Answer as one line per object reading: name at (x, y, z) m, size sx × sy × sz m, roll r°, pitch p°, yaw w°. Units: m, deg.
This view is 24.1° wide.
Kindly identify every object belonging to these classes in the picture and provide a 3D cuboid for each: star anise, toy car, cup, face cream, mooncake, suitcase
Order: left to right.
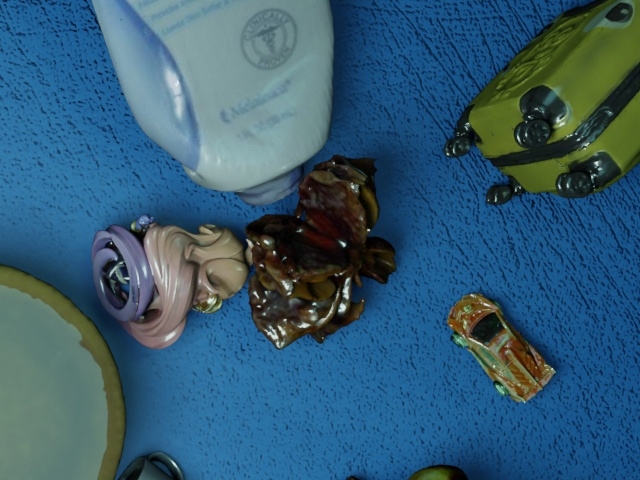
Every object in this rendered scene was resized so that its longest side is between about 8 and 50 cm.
mooncake at (-0.319, 0.159, 1.318) m, size 0.284 × 0.155 × 0.284 m, roll 2°, pitch 81°, yaw -13°
cup at (-0.152, 0.246, 1.402) m, size 0.077 × 0.078 × 0.100 m, roll 36°, pitch 43°, yaw -14°
face cream at (-0.097, -0.217, 1.366) m, size 0.235 × 0.137 × 0.420 m, roll -27°, pitch 125°, yaw -16°
star anise at (0.000, 0.000, 1.420) m, size 0.190 × 0.220 × 0.126 m, roll -38°, pitch 60°, yaw -25°
toy car at (0.183, 0.107, 1.533) m, size 0.059 × 0.035 × 0.122 m, roll -42°, pitch 96°, yaw -14°
suitcase at (0.267, -0.137, 1.513) m, size 0.235 × 0.194 × 0.143 m, roll -46°, pitch 103°, yaw -17°

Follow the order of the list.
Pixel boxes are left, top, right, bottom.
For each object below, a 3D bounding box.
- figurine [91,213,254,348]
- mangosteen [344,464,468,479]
figurine at (-0.132, 0.034, 1.413) m, size 0.157 × 0.114 × 0.126 m, roll -4°, pitch 98°, yaw -18°
mangosteen at (0.089, 0.341, 1.380) m, size 0.275 × 0.275 × 0.302 m, roll -22°, pitch 53°, yaw -18°
